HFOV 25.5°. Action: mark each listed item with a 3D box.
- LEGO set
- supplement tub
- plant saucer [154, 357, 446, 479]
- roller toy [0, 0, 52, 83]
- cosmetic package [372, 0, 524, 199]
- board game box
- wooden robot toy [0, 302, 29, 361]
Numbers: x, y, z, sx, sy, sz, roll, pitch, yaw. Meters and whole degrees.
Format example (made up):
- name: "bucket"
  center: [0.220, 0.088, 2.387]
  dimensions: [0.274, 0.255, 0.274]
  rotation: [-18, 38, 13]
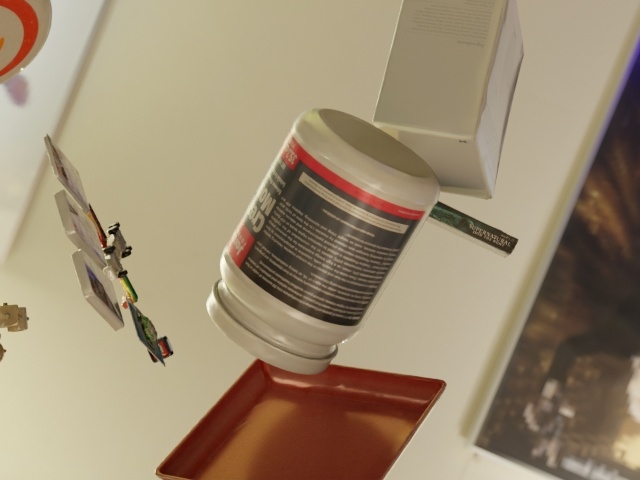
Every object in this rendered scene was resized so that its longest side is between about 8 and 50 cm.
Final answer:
- name: "LEGO set"
  center: [-0.211, 0.034, 1.355]
  dimensions: [0.244, 0.060, 0.182]
  rotation: [60, -173, -60]
- name: "supplement tub"
  center: [0.000, 0.000, 1.661]
  dimensions: [0.191, 0.272, 0.191]
  rotation: [27, -163, -9]
- name: "plant saucer"
  center: [-0.016, 0.231, 1.622]
  dimensions: [0.258, 0.048, 0.259]
  rotation: [5, -151, 27]
- name: "roller toy"
  center: [-0.407, -0.261, 1.582]
  dimensions: [0.146, 0.209, 0.191]
  rotation: [59, -175, 28]
- name: "cosmetic package"
  center: [0.171, -0.201, 1.835]
  dimensions: [0.138, 0.225, 0.224]
  rotation: [9, 163, 15]
- name: "board game box"
  center: [0.168, -0.029, 1.856]
  dimensions: [0.186, 0.026, 0.126]
  rotation: [25, 179, 4]
- name: "wooden robot toy"
  center: [-0.423, 0.129, 1.860]
  dimensions: [0.076, 0.079, 0.173]
  rotation: [-3, 172, -34]
